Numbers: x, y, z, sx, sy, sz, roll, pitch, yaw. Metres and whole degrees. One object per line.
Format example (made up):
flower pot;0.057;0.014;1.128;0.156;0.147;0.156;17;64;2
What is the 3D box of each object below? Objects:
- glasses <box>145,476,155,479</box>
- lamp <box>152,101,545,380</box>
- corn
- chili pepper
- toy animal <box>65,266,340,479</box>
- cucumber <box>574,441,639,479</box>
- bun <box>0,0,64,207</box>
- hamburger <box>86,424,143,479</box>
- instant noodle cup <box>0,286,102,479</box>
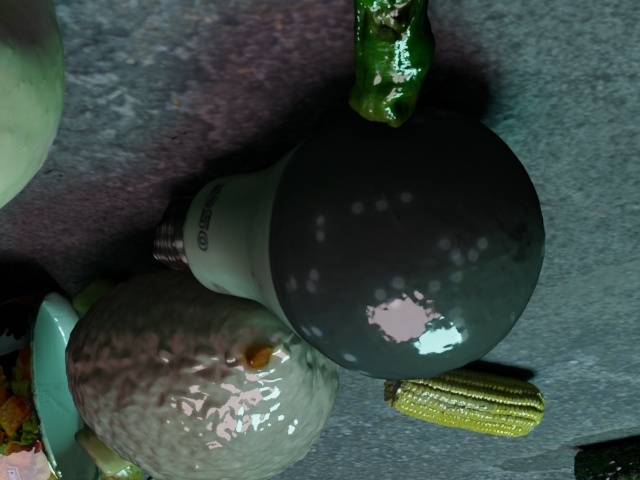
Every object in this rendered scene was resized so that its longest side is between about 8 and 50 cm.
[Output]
glasses;-0.299;0.305;1.542;0.239;0.207;0.102;7;-170;-6
lamp;-0.002;0.013;0.858;0.313;0.182;0.182;-13;150;31
corn;0.147;0.162;1.297;0.165;0.063;0.085;12;177;-15
chili pepper;0.031;-0.127;0.687;0.050;0.073;0.182;19;166;20
toy animal;-0.102;0.115;1.066;0.226;0.188;0.358;4;163;-11
cucumber;0.390;0.258;1.480;0.187;0.058;0.058;-20;146;41
bun;-0.314;-0.085;0.646;0.361;0.213;0.361;1;157;1
hamburger;-0.262;0.204;1.340;0.184;0.131;0.159;-5;150;24
instant noodle cup;-0.311;0.151;1.131;0.190;0.251;0.251;-11;153;6
